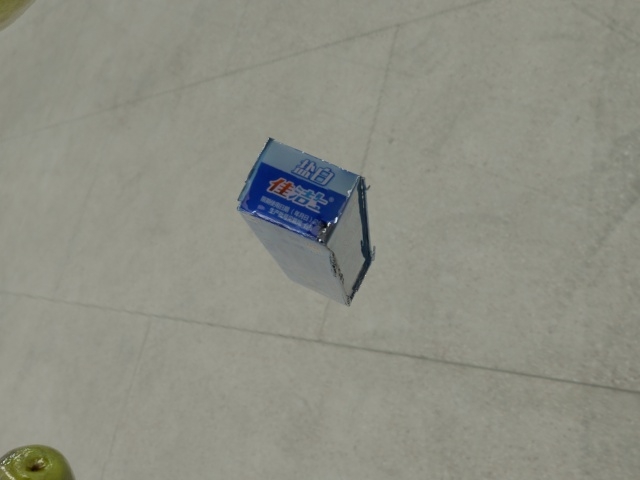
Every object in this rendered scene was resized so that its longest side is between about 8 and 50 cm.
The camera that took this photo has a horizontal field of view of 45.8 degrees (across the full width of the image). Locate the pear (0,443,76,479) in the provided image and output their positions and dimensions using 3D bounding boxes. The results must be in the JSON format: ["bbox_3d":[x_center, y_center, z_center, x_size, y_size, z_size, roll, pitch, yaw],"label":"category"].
[{"bbox_3d":[-0.412,0.340,1.040,0.104,0.141,0.141,40,106,8],"label":"pear"}]

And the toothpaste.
[{"bbox_3d":[0.000,0.000,0.567,0.066,0.272,0.053,25,81,10],"label":"toothpaste"}]

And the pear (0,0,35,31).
[{"bbox_3d":[-0.404,-0.345,0.755,0.304,0.304,0.303,-26,53,39],"label":"pear"}]
